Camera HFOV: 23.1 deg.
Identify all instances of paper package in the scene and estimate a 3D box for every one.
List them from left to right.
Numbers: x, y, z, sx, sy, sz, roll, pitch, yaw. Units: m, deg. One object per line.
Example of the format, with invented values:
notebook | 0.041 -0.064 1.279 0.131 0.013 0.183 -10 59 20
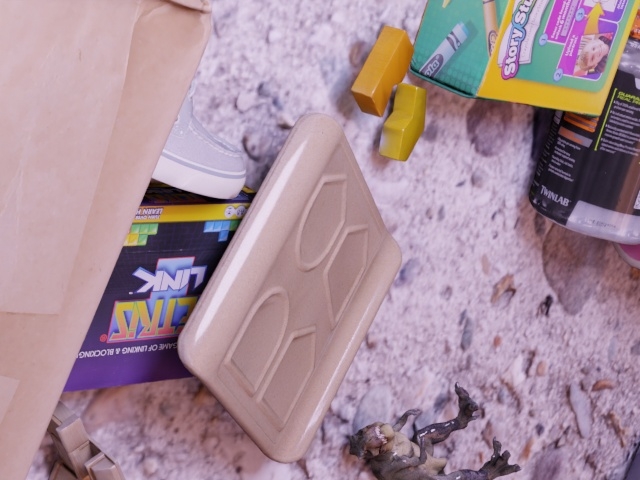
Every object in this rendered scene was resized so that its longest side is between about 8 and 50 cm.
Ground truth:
paper package | -0.246 -0.023 0.772 0.168 0.309 0.325 16 100 -43

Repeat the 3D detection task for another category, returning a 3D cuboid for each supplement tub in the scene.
supplement tub | 0.261 -0.102 1.356 0.117 0.117 0.190 2 112 -44

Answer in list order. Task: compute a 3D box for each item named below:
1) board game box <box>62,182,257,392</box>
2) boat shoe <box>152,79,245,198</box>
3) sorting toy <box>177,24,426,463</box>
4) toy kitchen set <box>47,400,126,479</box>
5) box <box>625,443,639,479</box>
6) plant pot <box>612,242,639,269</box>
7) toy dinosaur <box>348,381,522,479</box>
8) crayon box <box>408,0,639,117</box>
board game box | -0.125 0.031 1.113 0.170 0.048 0.141 -4 113 -42
boat shoe | -0.120 -0.094 1.024 0.227 0.079 0.081 25 98 -45
sorting toy | 0.000 0.000 1.196 0.307 0.041 0.229 -62 153 -17
toy kitchen set | -0.187 0.176 1.119 0.075 0.068 0.083 -35 132 -24
box | 0.370 0.453 1.718 0.318 0.097 0.395 50 59 -44
plant pot | 0.379 -0.024 1.471 0.180 0.201 0.201 9 106 -30
toy dinosaur | 0.110 0.206 1.427 0.118 0.064 0.268 -37 136 -3
crayon box | 0.189 -0.244 1.234 0.165 0.081 0.278 3 110 -44
